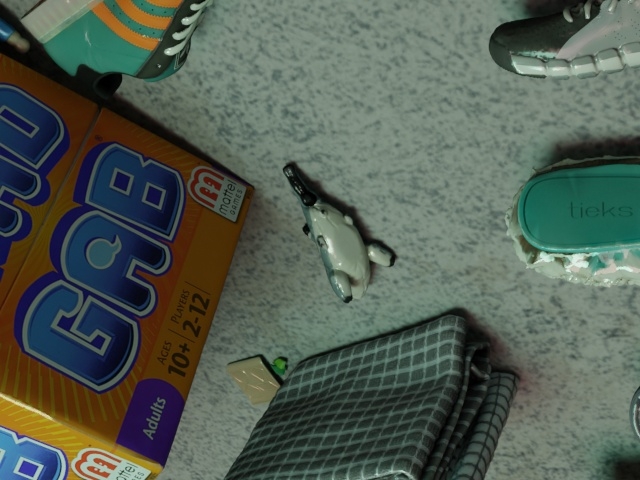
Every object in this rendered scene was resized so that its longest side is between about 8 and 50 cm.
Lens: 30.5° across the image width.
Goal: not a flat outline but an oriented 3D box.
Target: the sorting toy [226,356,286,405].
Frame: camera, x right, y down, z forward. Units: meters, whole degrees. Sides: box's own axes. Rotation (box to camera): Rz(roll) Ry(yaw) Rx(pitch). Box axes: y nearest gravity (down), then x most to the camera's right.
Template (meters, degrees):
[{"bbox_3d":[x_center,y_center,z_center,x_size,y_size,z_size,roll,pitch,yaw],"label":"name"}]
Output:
[{"bbox_3d":[-0.064,0.161,1.371,0.083,0.012,0.062,-17,114,37],"label":"sorting toy"}]

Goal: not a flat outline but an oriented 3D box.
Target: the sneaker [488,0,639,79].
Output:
[{"bbox_3d":[0.242,-0.201,0.905,0.228,0.086,0.132,-2,122,12],"label":"sneaker"}]

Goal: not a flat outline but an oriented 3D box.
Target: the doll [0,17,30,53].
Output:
[{"bbox_3d":[-0.352,-0.195,1.180,0.129,0.046,0.189,7,132,15],"label":"doll"}]

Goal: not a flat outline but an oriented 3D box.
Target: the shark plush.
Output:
[{"bbox_3d":[0.000,0.000,1.187,0.161,0.073,0.067,48,160,-23],"label":"shark plush"}]

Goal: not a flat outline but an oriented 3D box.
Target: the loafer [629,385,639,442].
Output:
[{"bbox_3d":[0.451,0.160,1.114,0.302,0.095,0.109,2,98,17],"label":"loafer"}]

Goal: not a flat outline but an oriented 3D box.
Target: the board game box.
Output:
[{"bbox_3d":[-0.331,0.085,1.157,0.356,0.356,0.356,28,133,-14],"label":"board game box"}]

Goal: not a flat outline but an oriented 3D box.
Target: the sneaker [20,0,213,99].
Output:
[{"bbox_3d":[-0.135,-0.217,1.036,0.302,0.108,0.121,-18,119,43],"label":"sneaker"}]

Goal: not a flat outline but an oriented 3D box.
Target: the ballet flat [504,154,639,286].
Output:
[{"bbox_3d":[0.364,-0.014,0.988,0.409,0.147,0.147,2,128,26],"label":"ballet flat"}]

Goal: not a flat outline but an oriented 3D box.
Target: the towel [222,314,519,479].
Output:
[{"bbox_3d":[0.043,0.206,1.215,0.283,0.235,0.121,-20,111,34],"label":"towel"}]
